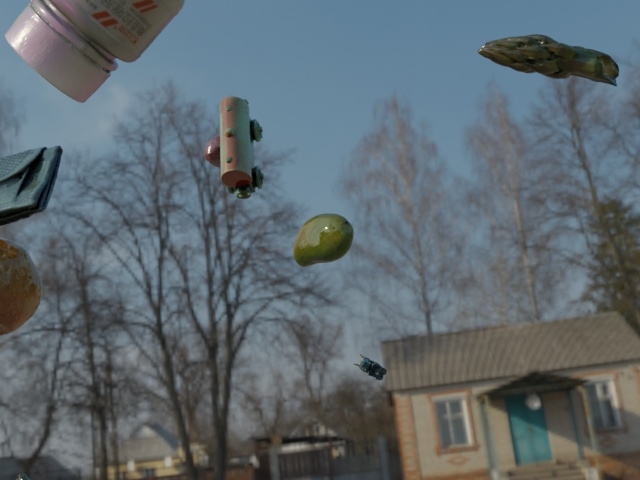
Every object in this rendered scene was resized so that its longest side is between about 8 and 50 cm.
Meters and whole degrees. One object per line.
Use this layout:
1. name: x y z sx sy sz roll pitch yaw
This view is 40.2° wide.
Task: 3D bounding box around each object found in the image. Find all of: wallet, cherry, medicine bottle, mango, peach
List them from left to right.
1. wallet: -0.754 -0.107 1.943 0.342 0.237 0.075 -14 -51 10
2. peach: -0.690 0.100 1.826 0.232 0.233 0.232 -6 -15 -2
3. medicine bottle: -0.442 -0.446 1.712 0.302 0.241 0.241 -47 -23 5
4. cherry: -0.276 -0.280 2.710 0.225 0.090 0.107 -15 -43 -54
5. mango: 0.001 -0.004 2.156 0.191 0.122 0.085 -12 -5 40

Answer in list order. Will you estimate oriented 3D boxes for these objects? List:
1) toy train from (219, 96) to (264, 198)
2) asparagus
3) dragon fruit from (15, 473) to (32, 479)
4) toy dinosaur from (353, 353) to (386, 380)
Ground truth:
1. toy train: -0.228 -0.259 2.411 0.116 0.285 0.177 -8 -25 10
2. asparagus: 0.436 -0.343 1.645 0.287 0.080 0.080 7 -16 -3
3. dragon fruit: -0.377 0.469 1.169 0.231 0.303 0.237 -33 -8 -37
4. toy dinosaur: 0.108 0.270 1.857 0.083 0.030 0.047 33 0 -37
